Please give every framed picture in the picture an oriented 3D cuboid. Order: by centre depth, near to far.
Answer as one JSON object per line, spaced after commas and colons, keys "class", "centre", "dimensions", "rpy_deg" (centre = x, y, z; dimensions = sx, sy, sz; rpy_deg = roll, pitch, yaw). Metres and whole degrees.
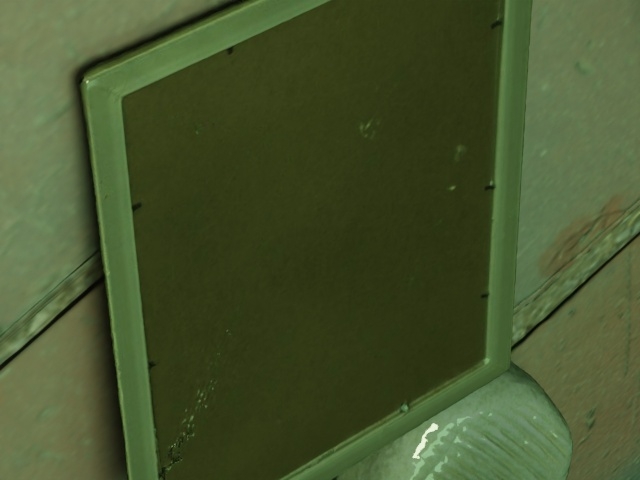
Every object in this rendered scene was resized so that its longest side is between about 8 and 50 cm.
{"class": "framed picture", "centre": [0.000, 0.000, 0.866], "dimensions": [0.232, 0.019, 0.296], "rpy_deg": [-27, 137, -28]}

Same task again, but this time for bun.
{"class": "bun", "centre": [0.065, 0.121, 1.058], "dimensions": [0.140, 0.083, 0.141], "rpy_deg": [-15, 120, -29]}
